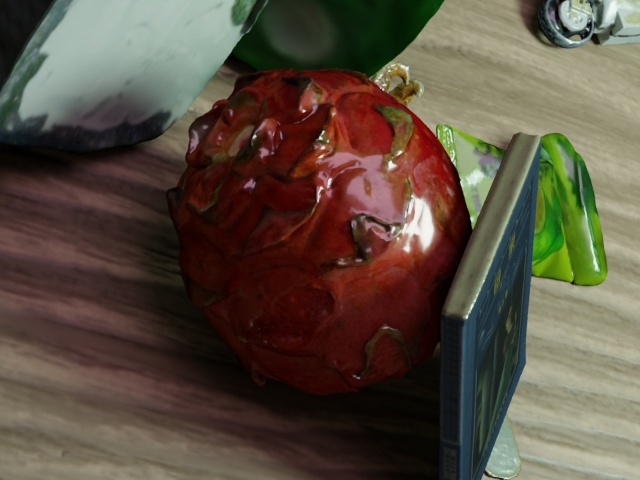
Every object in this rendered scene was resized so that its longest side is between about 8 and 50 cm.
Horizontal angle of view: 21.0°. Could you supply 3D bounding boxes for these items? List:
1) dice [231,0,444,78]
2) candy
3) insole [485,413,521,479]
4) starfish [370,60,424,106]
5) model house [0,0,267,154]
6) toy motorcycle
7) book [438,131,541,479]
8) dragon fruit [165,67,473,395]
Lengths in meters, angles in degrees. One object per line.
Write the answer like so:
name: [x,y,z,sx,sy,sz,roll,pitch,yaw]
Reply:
dice: [0.014,-0.333,1.474,0.287,0.300,0.297,36,47,-8]
candy: [0.165,-0.029,1.527,0.246,0.069,0.149,3,72,-56]
insole: [0.134,0.114,1.461,0.064,0.004,0.188,7,57,-31]
starfish: [0.071,-0.053,1.502,0.150,0.053,0.209,4,67,-46]
model house: [-0.219,-0.237,1.313,0.301,0.190,0.271,50,26,16]
toy motorcycle: [0.301,-0.271,1.797,0.229,0.074,0.151,-14,75,-31]
book: [0.127,0.077,1.316,0.025,0.269,0.191,13,49,15]
dragon fruit: [0.001,-0.008,1.291,0.252,0.241,0.241,47,45,-1]
